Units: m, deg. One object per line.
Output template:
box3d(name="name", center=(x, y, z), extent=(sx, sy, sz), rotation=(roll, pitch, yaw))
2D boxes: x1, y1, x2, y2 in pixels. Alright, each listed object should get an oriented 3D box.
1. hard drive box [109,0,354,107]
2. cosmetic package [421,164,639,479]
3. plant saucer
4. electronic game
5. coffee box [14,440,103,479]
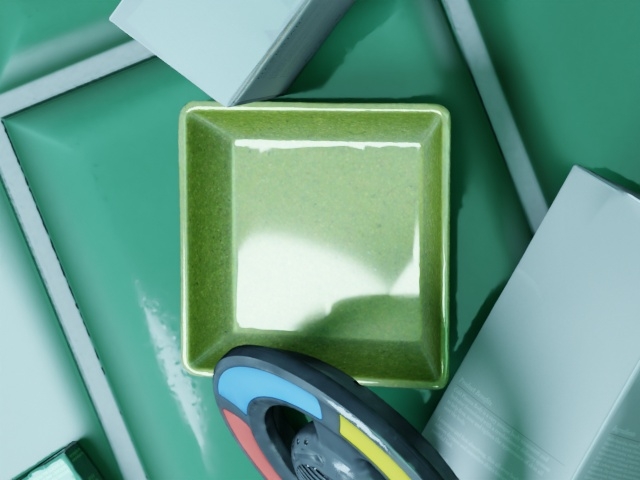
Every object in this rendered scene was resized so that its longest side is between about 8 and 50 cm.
box3d(name="hard drive box", center=(-0.019, -0.181, 1.089), extent=(0.089, 0.232, 0.181), rotation=(37, 98, 1))
box3d(name="cosmetic package", center=(0.173, 0.086, 1.140), extent=(0.127, 0.107, 0.238), rotation=(39, 101, 42))
box3d(name="plant saucer", center=(0.000, 0.000, 1.190), extent=(0.188, 0.045, 0.188), rotation=(2, 97, 17))
box3d(name="electronic game", center=(0.019, 0.155, 1.138), extent=(0.229, 0.229, 0.048), rotation=(44, 67, 0))
box3d(name="coffee box", center=(-0.171, 0.249, 1.250), extent=(0.113, 0.040, 0.184), rotation=(-34, 91, 9))
